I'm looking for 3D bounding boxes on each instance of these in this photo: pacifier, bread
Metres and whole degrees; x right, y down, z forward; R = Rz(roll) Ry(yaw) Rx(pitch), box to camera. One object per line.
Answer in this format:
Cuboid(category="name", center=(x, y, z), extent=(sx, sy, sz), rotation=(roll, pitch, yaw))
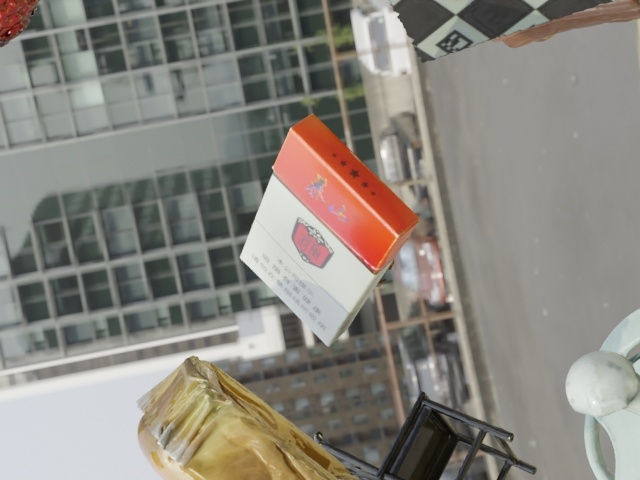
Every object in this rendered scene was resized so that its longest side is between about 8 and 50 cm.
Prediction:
Cuboid(category="pacifier", center=(0.433, 0.229, 1.430), extent=(0.288, 0.269, 0.343), rotation=(-46, 34, 34))
Cuboid(category="bread", center=(-0.059, 0.218, 0.982), extent=(0.241, 0.107, 0.136), rotation=(40, 175, -19))

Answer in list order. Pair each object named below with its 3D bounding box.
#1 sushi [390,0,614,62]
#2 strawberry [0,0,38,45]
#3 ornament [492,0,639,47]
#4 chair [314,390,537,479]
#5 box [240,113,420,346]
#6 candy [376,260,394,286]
Cuboid(category="sushi", center=(0.174, -0.318, 0.983), extent=(0.294, 0.292, 0.059), rotation=(54, -153, -51))
Cuboid(category="strawberry", center=(-0.479, -0.403, 1.394), extent=(0.238, 0.250, 0.288), rotation=(-91, 8, -63))
Cuboid(category="ornament", center=(0.337, -0.372, 1.382), extent=(0.235, 0.217, 0.221), rotation=(40, -120, -41))
Cuboid(category="chair", center=(0.142, 0.301, 1.446), extent=(0.141, 0.260, 0.154), rotation=(-59, -37, -17))
Cuboid(category="box", center=(0.000, 0.000, 0.983), extent=(0.139, 0.035, 0.245), rotation=(46, 151, 10))
Cuboid(category="candy", center=(0.016, 0.008, 1.160), extent=(0.184, 0.055, 0.049), rotation=(25, 147, 53))
